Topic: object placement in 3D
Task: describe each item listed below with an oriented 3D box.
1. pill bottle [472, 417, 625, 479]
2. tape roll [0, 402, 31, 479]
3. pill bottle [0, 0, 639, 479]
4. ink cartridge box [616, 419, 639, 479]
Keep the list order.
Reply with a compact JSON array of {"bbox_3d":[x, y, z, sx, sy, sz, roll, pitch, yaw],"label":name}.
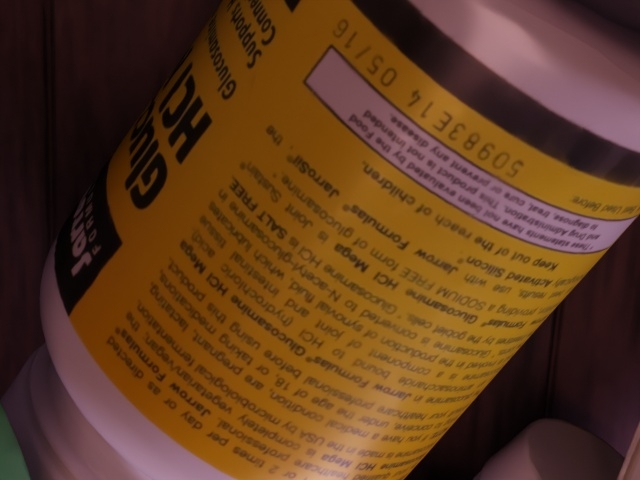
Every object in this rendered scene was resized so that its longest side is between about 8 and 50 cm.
[{"bbox_3d":[0.063,0.196,0.916,0.131,0.131,0.229,38,115,-10],"label":"pill bottle"},{"bbox_3d":[-0.257,0.047,0.824,0.321,0.077,0.321,35,147,27],"label":"tape roll"},{"bbox_3d":[0.000,0.000,0.800,0.188,0.188,0.334,35,115,-8],"label":"pill bottle"},{"bbox_3d":[0.255,0.087,0.828,0.212,0.093,0.154,23,117,14],"label":"ink cartridge box"}]
